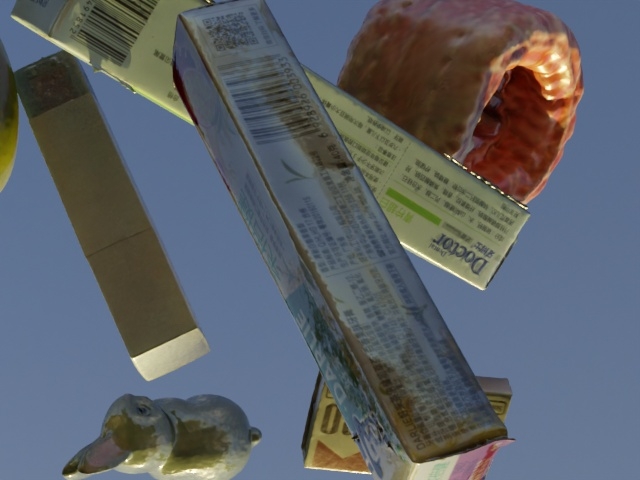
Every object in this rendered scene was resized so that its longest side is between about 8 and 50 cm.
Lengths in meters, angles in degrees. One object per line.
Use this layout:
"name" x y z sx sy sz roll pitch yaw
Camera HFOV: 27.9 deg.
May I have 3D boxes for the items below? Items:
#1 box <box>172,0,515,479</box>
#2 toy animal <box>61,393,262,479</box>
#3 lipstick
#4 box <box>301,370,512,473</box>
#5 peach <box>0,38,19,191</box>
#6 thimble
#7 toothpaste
"box" 0.000 0.000 0.464 0.207 0.041 0.050 61 -23 28
"toy animal" -0.179 0.217 1.438 0.138 0.236 0.108 -17 -112 31
"lipstick" -0.223 -0.034 1.352 0.080 0.076 0.371 -25 -115 -6
"box" 0.079 0.169 1.196 0.178 0.036 0.115 7 -56 -9
"peach" -0.453 -0.146 1.296 0.282 0.314 0.315 -13 -99 14
"thimble" 0.131 -0.127 1.213 0.162 0.239 0.239 28 -66 32
"toothpaste" -0.017 -0.070 0.769 0.336 0.081 0.067 30 -88 -33
